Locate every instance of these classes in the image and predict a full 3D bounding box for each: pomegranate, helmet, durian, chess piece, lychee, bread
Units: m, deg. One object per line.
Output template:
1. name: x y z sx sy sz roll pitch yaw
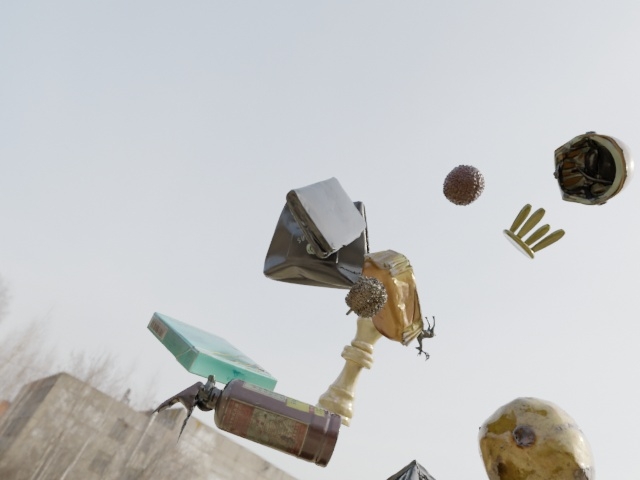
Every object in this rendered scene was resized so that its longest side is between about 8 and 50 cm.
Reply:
1. pomegranate: 0.540 0.543 1.302 0.281 0.281 0.281 17 -35 12
2. helmet: 0.747 -0.197 1.392 0.224 0.130 0.198 -8 -83 63
3. durian: 0.081 0.107 0.949 0.080 0.091 0.080 47 -7 7
4. chess piece: 0.112 0.347 1.551 0.117 0.397 0.117 24 -16 7
5. lychee: 0.419 -0.163 1.510 0.123 0.123 0.129 18 -5 10
6. bread: 0.189 0.150 1.374 0.136 0.107 0.241 23 -48 59

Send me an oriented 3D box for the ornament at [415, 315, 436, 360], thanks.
1. ornament: 0.303 0.282 1.485 0.073 0.125 0.028 -2 -9 -24

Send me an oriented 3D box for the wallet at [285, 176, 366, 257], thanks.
1. wallet: 0.031 -0.075 1.420 0.051 0.377 0.197 -32 -89 23

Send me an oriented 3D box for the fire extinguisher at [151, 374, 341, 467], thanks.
1. fire extinguisher: -0.101 0.249 0.718 0.252 0.106 0.075 20 -62 0

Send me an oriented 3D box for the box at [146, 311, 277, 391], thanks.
1. box: -0.196 0.198 0.907 0.162 0.041 0.229 31 -9 -35

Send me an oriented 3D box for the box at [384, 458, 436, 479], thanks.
1. box: 0.156 0.696 1.107 0.251 0.204 0.345 44 -65 6

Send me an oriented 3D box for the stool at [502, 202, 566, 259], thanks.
1. stool: 0.566 -0.023 1.384 0.135 0.110 0.134 49 9 36

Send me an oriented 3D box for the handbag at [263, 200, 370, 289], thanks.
1. handbag: 0.000 0.000 1.638 0.342 0.288 0.152 6 -11 9
